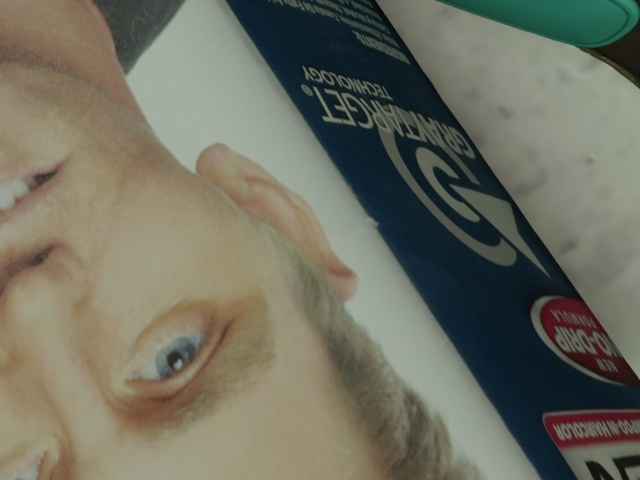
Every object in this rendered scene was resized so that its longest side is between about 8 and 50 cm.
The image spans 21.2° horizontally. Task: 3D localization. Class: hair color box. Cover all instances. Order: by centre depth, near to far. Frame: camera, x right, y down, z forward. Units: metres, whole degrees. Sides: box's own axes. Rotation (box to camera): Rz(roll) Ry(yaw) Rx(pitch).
[{"bbox_3d":[-0.061,-0.004,0.450,0.174,0.105,0.347,-41,68,20],"label":"hair color box"}]

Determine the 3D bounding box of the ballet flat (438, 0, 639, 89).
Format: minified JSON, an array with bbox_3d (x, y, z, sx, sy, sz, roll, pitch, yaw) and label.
[{"bbox_3d":[0.098,-0.076,0.475,0.206,0.073,0.067,26,67,-18],"label":"ballet flat"}]
